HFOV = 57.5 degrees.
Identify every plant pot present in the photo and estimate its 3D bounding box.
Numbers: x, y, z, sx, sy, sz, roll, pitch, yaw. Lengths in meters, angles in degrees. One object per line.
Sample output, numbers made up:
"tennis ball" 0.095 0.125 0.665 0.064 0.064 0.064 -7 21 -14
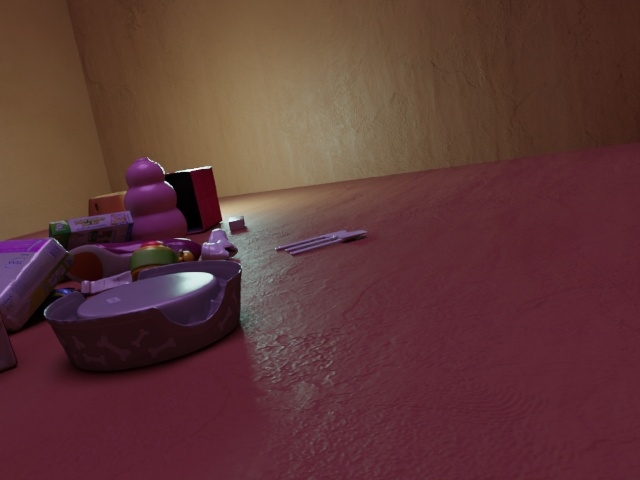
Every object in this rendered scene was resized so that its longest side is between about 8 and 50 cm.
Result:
"plant pot" -0.946 -0.114 2.695 0.290 0.204 0.291 -11 10 2

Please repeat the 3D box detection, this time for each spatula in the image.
"spatula" 0.000 0.000 1.699 0.242 0.019 0.168 -14 12 -23

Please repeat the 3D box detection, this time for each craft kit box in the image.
"craft kit box" -0.757 0.005 1.914 0.246 0.061 0.250 -15 -22 -33

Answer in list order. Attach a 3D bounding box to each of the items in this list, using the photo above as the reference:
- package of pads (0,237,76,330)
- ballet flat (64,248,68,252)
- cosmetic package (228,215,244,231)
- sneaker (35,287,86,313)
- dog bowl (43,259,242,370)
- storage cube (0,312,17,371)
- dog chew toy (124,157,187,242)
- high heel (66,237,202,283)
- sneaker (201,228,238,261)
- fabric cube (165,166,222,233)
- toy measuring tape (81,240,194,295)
"package of pads" -0.771 0.105 1.397 0.296 0.101 0.229 -4 43 30
"ballet flat" -0.966 0.104 1.805 0.400 0.139 0.139 -6 11 14
"cosmetic package" -0.331 -0.068 2.310 0.060 0.041 0.115 -10 11 -4
"sneaker" -0.641 0.147 1.426 0.188 0.067 0.078 -4 -10 37
"dog bowl" -0.306 0.129 1.063 0.348 0.102 0.349 -10 10 2
"storage cube" -0.682 0.158 1.037 0.215 0.184 0.193 -19 14 -41
"dog chew toy" -0.583 -0.119 2.019 0.206 0.332 0.206 -10 10 2
"high heel" -0.529 0.056 1.646 0.377 0.127 0.181 2 11 9
"sneaker" -0.291 0.022 1.745 0.094 0.080 0.212 2 18 1
"fabric cube" -0.592 -0.164 2.477 0.254 0.259 0.258 -9 10 11
"toy measuring tape" -0.481 0.075 1.479 0.330 0.121 0.121 -13 10 8
